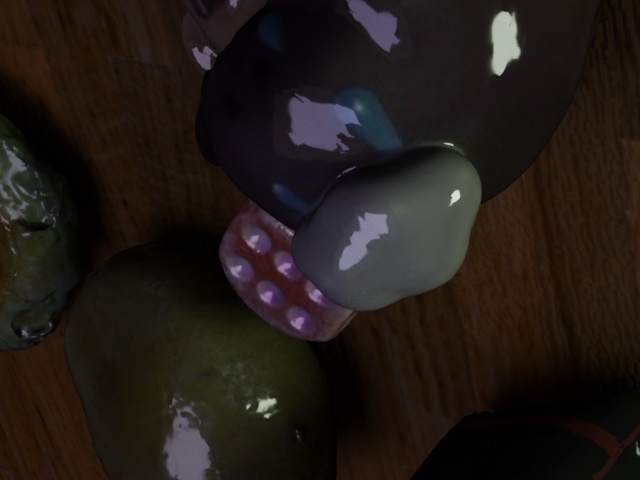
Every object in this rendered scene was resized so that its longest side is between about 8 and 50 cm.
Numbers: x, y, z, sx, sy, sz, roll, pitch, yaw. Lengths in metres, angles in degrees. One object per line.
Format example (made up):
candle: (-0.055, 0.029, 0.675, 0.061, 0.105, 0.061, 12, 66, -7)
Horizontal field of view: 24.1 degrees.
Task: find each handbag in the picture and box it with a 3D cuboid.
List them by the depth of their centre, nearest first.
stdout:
handbag: (0.118, 0.187, 0.886, 0.169, 0.215, 0.155, -10, 116, 50)

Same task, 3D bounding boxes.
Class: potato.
potato: (-0.085, 0.109, 1.046, 0.178, 0.160, 0.235, -42, 76, 14)

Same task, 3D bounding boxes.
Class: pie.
pie: (-0.301, -0.035, 1.172, 0.306, 0.071, 0.306, 23, 134, 27)

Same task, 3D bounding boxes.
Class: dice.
dice: (0.000, 0.000, 0.918, 0.093, 0.091, 0.094, 39, 140, 7)

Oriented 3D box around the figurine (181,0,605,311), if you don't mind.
figurine: (-0.015, -0.168, 0.701, 0.365, 0.218, 0.206, 52, 177, -5)
